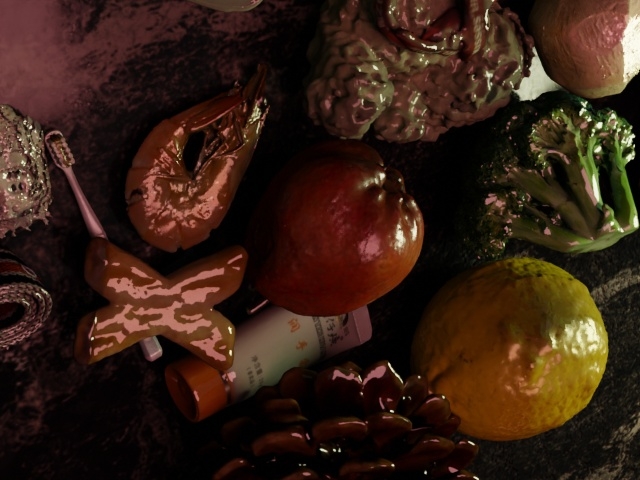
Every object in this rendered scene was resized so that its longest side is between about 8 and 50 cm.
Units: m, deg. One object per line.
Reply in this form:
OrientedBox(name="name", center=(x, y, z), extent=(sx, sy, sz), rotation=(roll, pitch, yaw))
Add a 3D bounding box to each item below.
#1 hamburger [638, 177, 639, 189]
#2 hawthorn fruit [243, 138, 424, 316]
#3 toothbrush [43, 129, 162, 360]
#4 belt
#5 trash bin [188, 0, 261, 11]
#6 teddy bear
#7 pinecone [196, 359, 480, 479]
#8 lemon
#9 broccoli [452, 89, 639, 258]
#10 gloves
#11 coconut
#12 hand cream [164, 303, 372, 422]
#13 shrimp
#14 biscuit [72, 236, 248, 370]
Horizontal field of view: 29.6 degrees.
OrientedBox(name="hamburger", center=(0.672, -0.111, 1.932), extent=(0.314, 0.290, 0.170), rotation=(-31, 94, -24))
OrientedBox(name="hawthorn fruit", center=(0.000, 0.000, 1.564), extent=(0.261, 0.224, 0.224), rotation=(-43, 128, 12))
OrientedBox(name="toothbrush", center=(-0.263, 0.013, 1.492), extent=(0.025, 0.030, 0.342), rotation=(-29, 123, -17))
OrientedBox(name="belt", center=(-0.479, 0.100, 1.340), extent=(0.360, 0.094, 0.126), rotation=(-15, 119, -27))
OrientedBox(name="trash bin", center=(-0.158, -0.363, 1.286), extent=(0.220, 0.250, 0.219), rotation=(10, 106, -37))
OrientedBox(name="teddy bear", center=(0.171, -0.267, 1.575), extent=(0.368, 0.224, 0.357), rotation=(22, 108, -40))
OrientedBox(name="pinecone", center=(0.040, 0.365, 1.595), extent=(0.398, 0.398, 0.397), rotation=(-12, 114, -30))
OrientedBox(name="lemon", center=(0.268, 0.158, 1.764), extent=(0.322, 0.268, 0.268), rotation=(-7, 111, -32))
OrientedBox(name="broccoli", center=(0.326, -0.079, 1.724), extent=(0.295, 0.245, 0.265), rotation=(-27, 152, -3))
OrientedBox(name="gloves", center=(-0.355, -0.083, 1.368), extent=(0.114, 0.070, 0.153), rotation=(-23, 117, -25))
OrientedBox(name="coconut", center=(0.381, -0.304, 1.690), extent=(0.194, 0.194, 0.194), rotation=(-12, 114, -30))
OrientedBox(name="hand cream", center=(-0.060, 0.143, 1.651), extent=(0.314, 0.089, 0.139), rotation=(-31, 119, -29))
OrientedBox(name="shrimp", center=(-0.146, -0.112, 1.510), extent=(0.145, 0.061, 0.267), rotation=(37, 87, -28))
OrientedBox(name="biscuit", center=(-0.197, 0.078, 1.497), extent=(0.208, 0.047, 0.164), rotation=(5, 103, -26))
